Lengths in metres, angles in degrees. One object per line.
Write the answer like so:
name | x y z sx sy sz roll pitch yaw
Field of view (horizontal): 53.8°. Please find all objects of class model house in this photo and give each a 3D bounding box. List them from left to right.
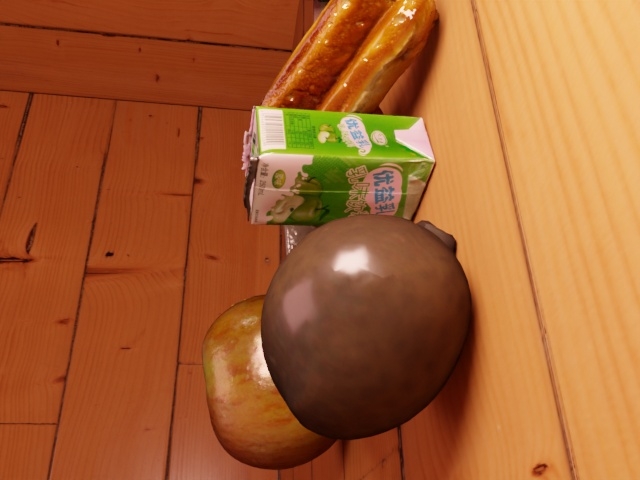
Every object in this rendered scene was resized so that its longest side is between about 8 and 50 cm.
model house | 0.003 0.002 1.483 0.188 0.122 0.229 -26 60 55

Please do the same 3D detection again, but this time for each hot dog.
hot dog | 0.039 -0.265 0.970 0.349 0.158 0.117 -50 -2 36

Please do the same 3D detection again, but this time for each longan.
longan | 0.057 0.093 0.772 0.300 0.243 0.300 -52 -6 -7

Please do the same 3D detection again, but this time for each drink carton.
drink carton | 0.018 -0.100 0.952 0.161 0.270 0.108 105 163 -50

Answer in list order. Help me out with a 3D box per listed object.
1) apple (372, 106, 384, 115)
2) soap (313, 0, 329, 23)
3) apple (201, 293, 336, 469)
apple | 0.023 -0.180 1.195 0.242 0.242 0.241 -111 37 -70
soap | 0.033 -0.519 1.525 0.218 0.097 0.274 76 -167 -66
apple | -0.085 0.306 1.420 0.400 0.333 0.401 -13 -90 -89
